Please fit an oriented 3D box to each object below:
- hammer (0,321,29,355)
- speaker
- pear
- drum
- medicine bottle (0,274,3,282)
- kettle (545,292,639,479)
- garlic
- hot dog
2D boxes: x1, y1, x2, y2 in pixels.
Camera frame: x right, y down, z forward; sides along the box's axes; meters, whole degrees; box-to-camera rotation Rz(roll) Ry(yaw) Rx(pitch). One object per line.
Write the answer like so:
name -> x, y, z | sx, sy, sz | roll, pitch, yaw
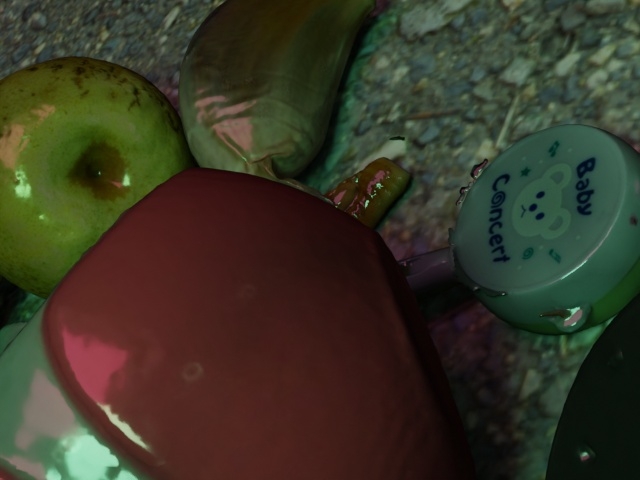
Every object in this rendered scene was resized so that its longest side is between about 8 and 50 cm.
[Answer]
hammer -> -0.231, 0.167, 1.082 | 0.103, 0.029, 0.246 | -15, 51, 37
speaker -> -0.073, 0.114, 0.777 | 0.294, 0.294, 0.294 | -25, 44, 27
pear -> -0.171, -0.042, 1.095 | 0.178, 0.178, 0.178 | -25, 44, 27
drum -> 0.077, -0.002, 0.903 | 0.253, 0.049, 0.130 | -6, 56, 41
medicine bottle -> -0.269, 0.040, 1.127 | 0.064, 0.095, 0.260 | 131, 141, -53
kettle -> 0.245, 0.107, 0.489 | 0.251, 0.271, 0.207 | 28, 114, 56
garlic -> -0.032, -0.092, 1.053 | 0.128, 0.090, 0.198 | -10, 44, 27
hot dog -> 0.000, -0.001, 0.996 | 0.137, 0.028, 0.044 | -47, 31, 5
